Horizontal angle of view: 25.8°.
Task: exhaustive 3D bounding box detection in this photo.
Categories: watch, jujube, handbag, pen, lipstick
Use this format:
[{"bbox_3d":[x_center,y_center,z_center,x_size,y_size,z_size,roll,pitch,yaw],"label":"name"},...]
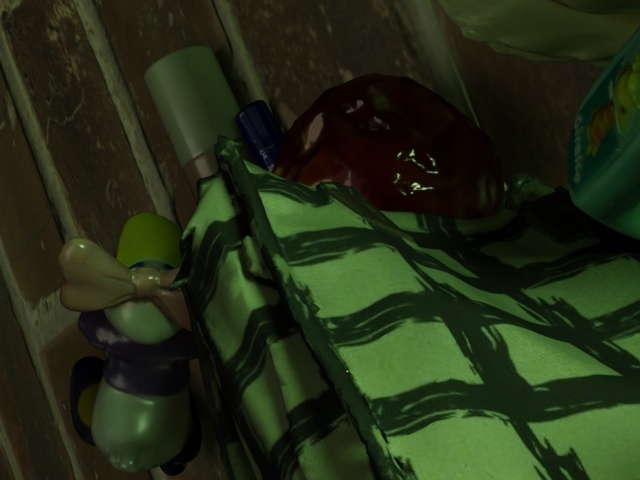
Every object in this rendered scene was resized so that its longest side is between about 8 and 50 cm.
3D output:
[{"bbox_3d":[0.222,-0.048,0.663,0.237,0.195,0.068,115,158,-69],"label":"watch"},{"bbox_3d":[0.043,0.002,0.991,0.174,0.174,0.250,44,149,38],"label":"jujube"},{"bbox_3d":[0.106,0.088,0.713,0.162,0.325,0.327,-64,36,35],"label":"handbag"},{"bbox_3d":[-0.001,0.000,1.174,0.269,0.033,0.033,62,146,16],"label":"pen"},{"bbox_3d":[-0.077,-0.045,1.232,0.070,0.070,0.254,-40,71,56],"label":"lipstick"}]

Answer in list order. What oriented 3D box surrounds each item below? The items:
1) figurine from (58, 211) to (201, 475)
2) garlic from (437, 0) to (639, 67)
[{"bbox_3d":[-0.169,0.106,1.309,0.421,0.154,0.193,104,175,-50],"label":"figurine"},{"bbox_3d":[0.167,-0.188,0.679,0.281,0.203,0.184,9,88,62],"label":"garlic"}]
